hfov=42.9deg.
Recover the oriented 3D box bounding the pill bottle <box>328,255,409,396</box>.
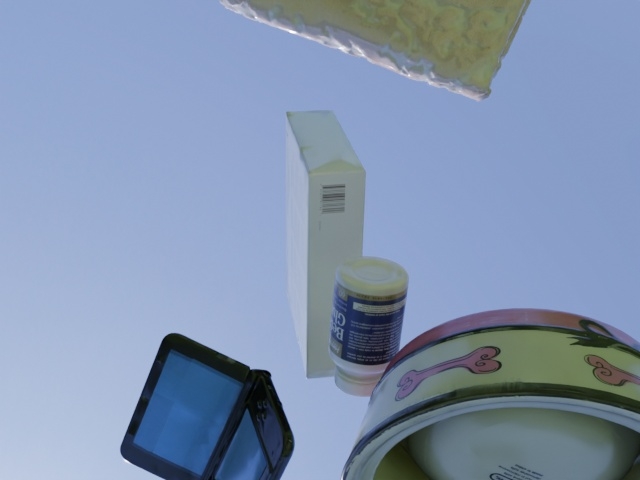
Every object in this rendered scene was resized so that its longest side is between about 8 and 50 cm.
[{"bbox_3d":[0.059,0.114,1.057,0.094,0.169,0.094,4,-156,-2],"label":"pill bottle"}]

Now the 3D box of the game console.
[{"bbox_3d":[-0.195,0.342,1.327,0.173,0.293,0.250,11,-152,-27],"label":"game console"}]

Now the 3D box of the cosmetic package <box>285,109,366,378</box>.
[{"bbox_3d":[0.000,0.000,1.396,0.097,0.377,0.284,-4,-151,-10],"label":"cosmetic package"}]

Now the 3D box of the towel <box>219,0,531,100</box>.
[{"bbox_3d":[0.091,-0.348,0.896,0.332,0.053,0.317,24,-94,18],"label":"towel"}]

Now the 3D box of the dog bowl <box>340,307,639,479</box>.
[{"bbox_3d":[0.231,0.243,0.930,0.408,0.408,0.150,21,-138,-10],"label":"dog bowl"}]
